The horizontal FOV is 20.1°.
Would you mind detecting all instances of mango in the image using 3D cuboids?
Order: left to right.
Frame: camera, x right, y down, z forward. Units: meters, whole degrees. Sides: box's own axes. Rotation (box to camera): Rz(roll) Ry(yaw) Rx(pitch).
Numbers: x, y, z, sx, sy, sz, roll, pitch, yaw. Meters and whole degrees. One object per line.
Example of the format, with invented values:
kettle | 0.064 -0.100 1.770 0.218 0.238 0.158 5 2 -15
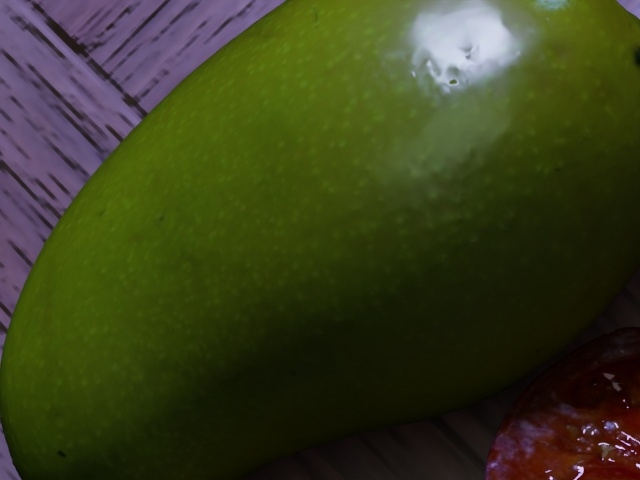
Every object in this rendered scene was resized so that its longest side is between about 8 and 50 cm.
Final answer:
mango | 0.000 0.000 0.684 0.293 0.143 0.175 -35 56 13

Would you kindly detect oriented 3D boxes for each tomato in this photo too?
tomato | 0.128 0.107 0.638 0.139 0.091 0.159 14 42 17
